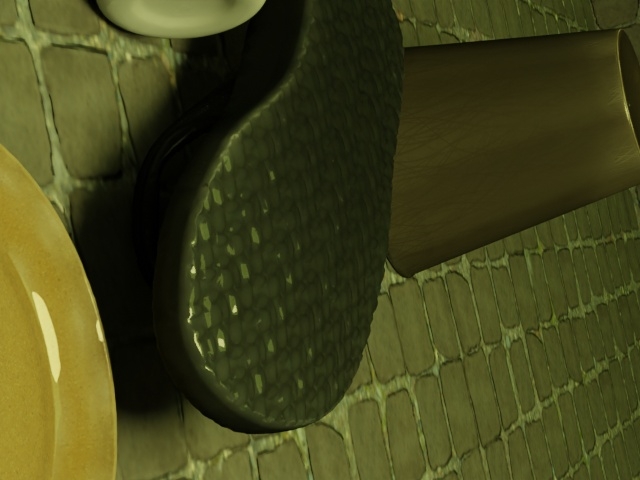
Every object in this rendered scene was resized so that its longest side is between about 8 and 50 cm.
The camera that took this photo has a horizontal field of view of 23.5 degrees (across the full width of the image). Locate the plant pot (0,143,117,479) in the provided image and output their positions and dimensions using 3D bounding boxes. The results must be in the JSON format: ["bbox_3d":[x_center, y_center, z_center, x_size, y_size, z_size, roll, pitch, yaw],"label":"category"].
[{"bbox_3d":[-0.161,0.060,0.661,0.236,0.032,0.236,-14,90,-70],"label":"plant pot"}]

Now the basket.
[{"bbox_3d":[0.158,-0.092,1.301,0.154,0.226,0.204,6,72,-68],"label":"basket"}]

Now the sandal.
[{"bbox_3d":[-0.033,-0.038,0.937,0.167,0.107,0.446,59,26,-27],"label":"sandal"}]

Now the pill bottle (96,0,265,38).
[{"bbox_3d":[-0.087,-0.221,0.915,0.103,0.103,0.184,33,47,-62],"label":"pill bottle"}]
